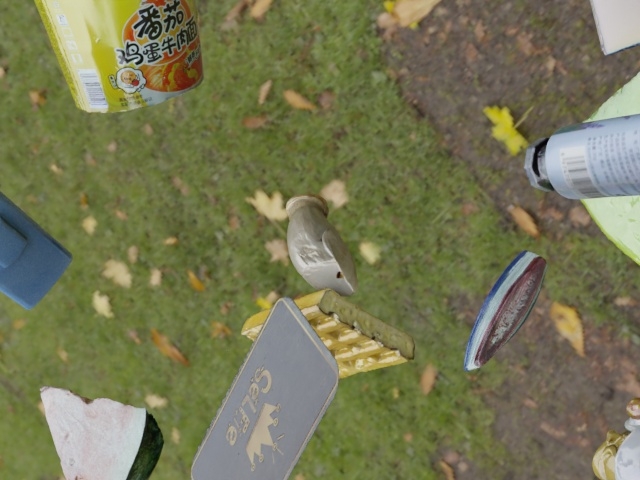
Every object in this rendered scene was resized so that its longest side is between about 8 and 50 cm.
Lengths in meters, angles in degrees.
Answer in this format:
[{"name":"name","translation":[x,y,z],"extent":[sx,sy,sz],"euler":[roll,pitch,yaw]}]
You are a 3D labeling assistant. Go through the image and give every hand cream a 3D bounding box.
[{"name":"hand cream","translation":[0.241,-0.055,0.645],"extent":[0.088,0.055,0.256],"euler":[52,155,-23]}]

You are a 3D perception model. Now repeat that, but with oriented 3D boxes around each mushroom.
[{"name":"mushroom","translation":[-0.008,0.004,1.773],"extent":[0.247,0.108,0.096],"euler":[-115,18,-50]}]

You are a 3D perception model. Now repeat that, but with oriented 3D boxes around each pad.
[{"name":"pad","translation":[-0.130,0.264,1.512],"extent":[0.375,0.063,0.315],"euler":[-62,33,15]}]

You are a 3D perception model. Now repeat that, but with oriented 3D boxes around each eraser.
[{"name":"eraser","translation":[0.397,-0.317,1.259],"extent":[0.104,0.023,0.150],"euler":[-17,129,14]}]

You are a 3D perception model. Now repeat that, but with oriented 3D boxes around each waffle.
[{"name":"waffle","translation":[0.015,0.177,1.795],"extent":[0.248,0.055,0.221],"euler":[31,145,-33]}]

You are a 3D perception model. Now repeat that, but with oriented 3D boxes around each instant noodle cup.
[{"name":"instant noodle cup","translation":[-0.292,-0.319,1.482],"extent":[0.264,0.264,0.200],"euler":[11,123,39]}]

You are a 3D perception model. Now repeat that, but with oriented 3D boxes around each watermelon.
[{"name":"watermelon","translation":[-0.277,0.268,1.319],"extent":[0.207,0.136,0.202],"euler":[142,108,-82]}]

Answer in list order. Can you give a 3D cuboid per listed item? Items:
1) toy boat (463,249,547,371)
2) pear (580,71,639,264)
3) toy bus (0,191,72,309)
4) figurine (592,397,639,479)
[{"name":"toy boat","translation":[0.307,0.122,1.634],"extent":[0.080,0.228,0.046],"euler":[36,171,-11]},{"name":"pear","translation":[0.410,-0.058,0.782],"extent":[0.342,0.239,0.318],"euler":[-49,56,48]},{"name":"toy bus","translation":[-0.448,-0.009,1.329],"extent":[0.134,0.116,0.234],"euler":[32,167,25]},{"name":"figurine","translation":[0.598,0.347,1.639],"extent":[0.133,0.274,0.193],"euler":[-126,28,-67]}]
